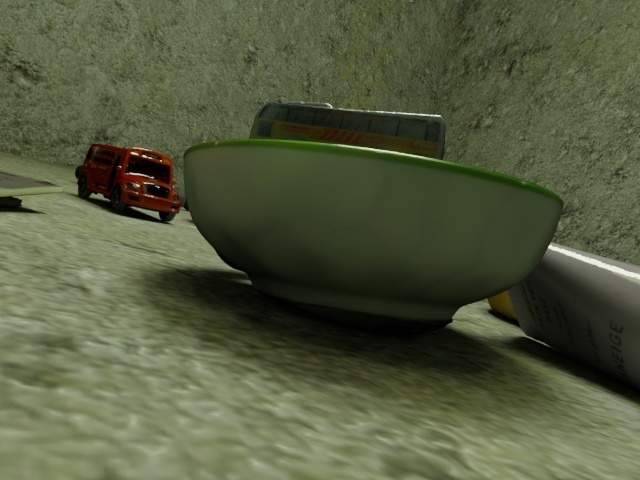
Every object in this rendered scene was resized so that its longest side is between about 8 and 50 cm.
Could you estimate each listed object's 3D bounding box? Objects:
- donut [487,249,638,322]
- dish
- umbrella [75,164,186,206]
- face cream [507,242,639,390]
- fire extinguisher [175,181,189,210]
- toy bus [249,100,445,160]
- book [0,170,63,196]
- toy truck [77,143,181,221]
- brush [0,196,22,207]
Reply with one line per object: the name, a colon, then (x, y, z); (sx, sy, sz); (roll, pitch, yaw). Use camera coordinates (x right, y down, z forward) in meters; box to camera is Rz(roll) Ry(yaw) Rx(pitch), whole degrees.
donut: (0.372, 0.084, 0.746); (0.302, 0.110, 0.303); (15, 1, 0)
dish: (0.033, 0.011, 0.472); (0.324, 0.124, 0.324); (9, -2, 0)
umbrella: (-0.488, -0.142, 1.340); (0.337, 0.067, 0.073); (14, -8, 23)
face cream: (0.268, 0.072, 0.472); (0.154, 0.096, 0.274); (61, -17, -23)
fire extinguisher: (-0.364, -0.118, 1.380); (0.132, 0.039, 0.056); (45, -10, -24)
toy bus: (0.025, -0.090, 0.514); (0.190, 0.075, 0.064); (9, -1, 13)
book: (-0.394, -0.064, 0.581); (0.127, 0.014, 0.181); (12, 10, 9)
toy truck: (-0.347, -0.112, 0.962); (0.107, 0.114, 0.252); (13, 2, -43)
brush: (-0.434, -0.063, 0.624); (0.169, 0.014, 0.043); (14, 1, 12)
